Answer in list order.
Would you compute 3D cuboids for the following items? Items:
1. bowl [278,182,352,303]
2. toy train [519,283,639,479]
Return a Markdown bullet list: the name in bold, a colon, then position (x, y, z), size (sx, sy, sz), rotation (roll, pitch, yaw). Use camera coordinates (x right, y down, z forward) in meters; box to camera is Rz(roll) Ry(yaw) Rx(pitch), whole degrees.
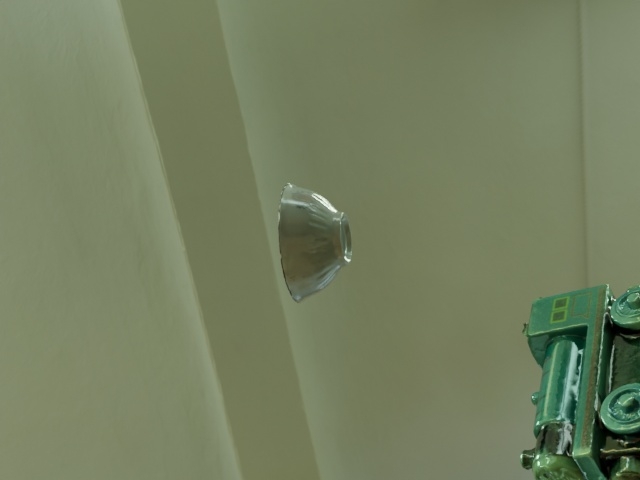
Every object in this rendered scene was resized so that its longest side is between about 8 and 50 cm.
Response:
- **bowl**: position (0.000, 0.000, 1.412), size (0.086, 0.189, 0.189), rotation (-6, -63, 14)
- **toy train**: position (0.336, 0.177, 1.095), size (0.194, 0.298, 0.120), rotation (-16, -58, 32)
